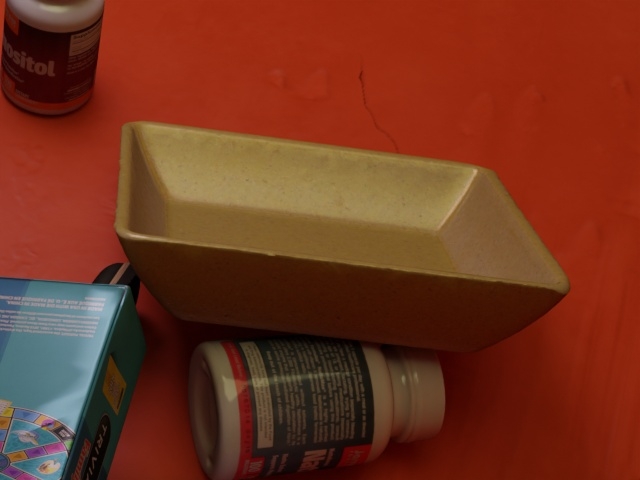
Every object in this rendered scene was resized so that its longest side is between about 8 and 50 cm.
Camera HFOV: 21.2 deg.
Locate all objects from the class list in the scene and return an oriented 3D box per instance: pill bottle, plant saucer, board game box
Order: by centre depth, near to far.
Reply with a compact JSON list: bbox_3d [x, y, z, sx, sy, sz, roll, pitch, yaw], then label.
[{"bbox_3d":[-0.283,0.173,1.143,0.254,0.079,0.336,4,50,12],"label":"board game box"},{"bbox_3d":[-0.002,0.121,1.301,0.180,0.108,0.108,-5,50,-18],"label":"pill bottle"},{"bbox_3d":[0.000,0.000,1.361,0.333,0.081,0.333,7,17,-8],"label":"plant saucer"},{"bbox_3d":[-0.234,-0.190,1.494,0.086,0.152,0.086,7,47,-8],"label":"pill bottle"}]

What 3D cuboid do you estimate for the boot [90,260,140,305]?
[{"bbox_3d":[-0.234,0.069,1.317,0.137,0.077,0.198,21,45,12],"label":"boot"}]
